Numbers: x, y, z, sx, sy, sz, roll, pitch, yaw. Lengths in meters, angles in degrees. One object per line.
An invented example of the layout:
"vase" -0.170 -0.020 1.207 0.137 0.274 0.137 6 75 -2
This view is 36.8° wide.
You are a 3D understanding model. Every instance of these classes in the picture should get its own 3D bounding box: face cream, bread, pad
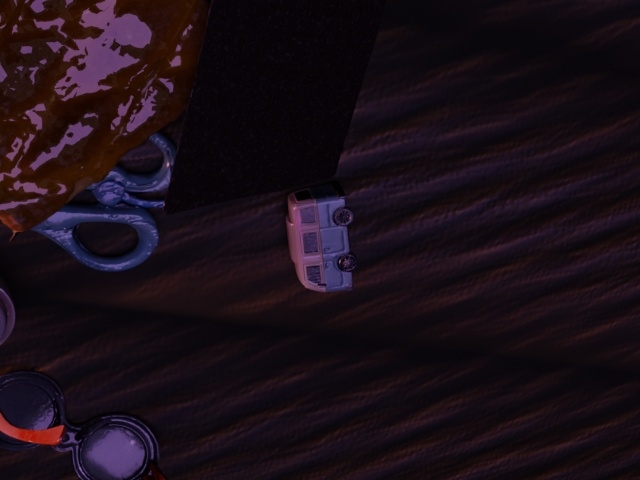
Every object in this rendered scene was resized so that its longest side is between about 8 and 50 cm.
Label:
"face cream" -0.373 0.071 1.027 0.091 0.095 0.091 -6 114 -13
"bread" -0.264 -0.197 0.864 0.279 0.207 0.279 -37 114 -6
"pad" -0.034 -0.145 0.948 0.004 0.330 0.220 25 109 23

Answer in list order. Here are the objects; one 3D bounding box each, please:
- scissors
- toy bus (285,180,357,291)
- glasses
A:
"scissors" -0.338 -0.054 1.019 0.393 0.032 0.180 3 111 -16
"toy bus" 0.000 0.000 1.118 0.075 0.060 0.123 -8 112 -7
"glasses" -0.257 0.244 1.045 0.234 0.268 0.118 33 82 -23
